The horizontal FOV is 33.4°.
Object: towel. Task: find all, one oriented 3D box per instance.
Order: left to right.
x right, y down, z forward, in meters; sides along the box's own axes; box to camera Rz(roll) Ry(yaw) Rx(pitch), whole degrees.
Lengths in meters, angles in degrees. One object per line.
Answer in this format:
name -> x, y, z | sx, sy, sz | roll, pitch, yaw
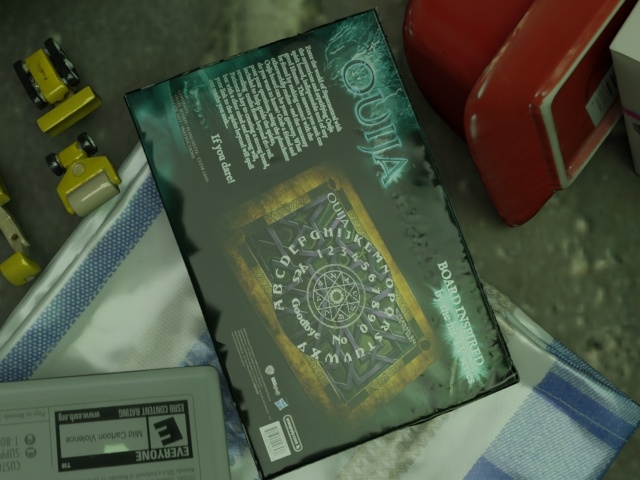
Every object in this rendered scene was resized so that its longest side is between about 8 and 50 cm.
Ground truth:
towel -> -0.010, 0.078, 0.517 | 0.285, 0.034, 0.209 | 38, 88, 2

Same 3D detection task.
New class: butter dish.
butter dish -> 0.089, -0.109, 0.487 | 0.118, 0.160, 0.160 | 35, 86, 25

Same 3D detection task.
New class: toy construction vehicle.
toy construction vehicle -> -0.136, -0.037, 0.516 | 0.086, 0.035, 0.098 | -37, 62, 1

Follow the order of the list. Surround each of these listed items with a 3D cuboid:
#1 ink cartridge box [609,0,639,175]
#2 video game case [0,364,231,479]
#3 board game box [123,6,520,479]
ink cartridge box -> 0.179, -0.089, 0.450 | 0.061, 0.181, 0.104 | 31, 86, 25
video game case -> -0.142, 0.162, 0.430 | 0.226, 0.026, 0.206 | -3, 73, -18
board game box -> 0.000, 0.000, 0.489 | 0.126, 0.026, 0.186 | -20, 85, -5
